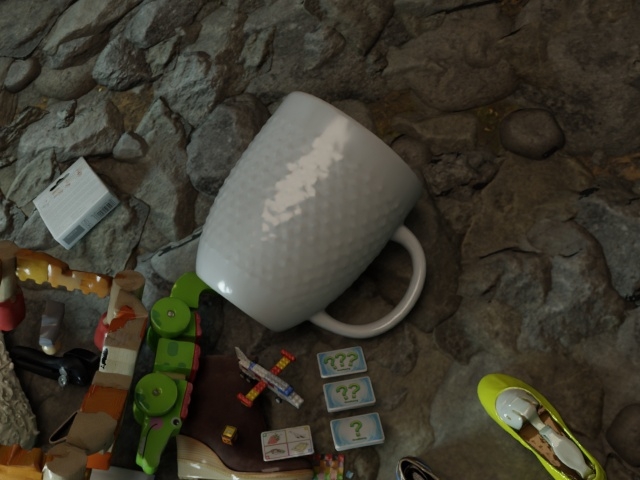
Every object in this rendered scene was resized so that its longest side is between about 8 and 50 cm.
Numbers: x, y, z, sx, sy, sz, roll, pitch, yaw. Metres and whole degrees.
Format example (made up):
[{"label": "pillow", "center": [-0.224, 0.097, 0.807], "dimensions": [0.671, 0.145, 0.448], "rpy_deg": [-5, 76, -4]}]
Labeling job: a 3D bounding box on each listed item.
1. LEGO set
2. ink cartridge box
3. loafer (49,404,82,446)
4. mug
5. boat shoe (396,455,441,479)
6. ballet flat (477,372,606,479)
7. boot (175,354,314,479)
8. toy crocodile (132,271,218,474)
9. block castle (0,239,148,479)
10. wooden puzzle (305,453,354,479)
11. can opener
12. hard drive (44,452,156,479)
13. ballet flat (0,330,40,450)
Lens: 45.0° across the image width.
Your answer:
[{"label": "LEGO set", "center": [-0.037, 0.243, 1.197], "dimensions": [0.244, 0.060, 0.182], "rpy_deg": [-8, 47, -5]}, {"label": "ink cartridge box", "center": [-0.502, -0.079, 1.579], "dimensions": [0.145, 0.045, 0.179], "rpy_deg": [-44, 42, -4]}, {"label": "loafer", "center": [-0.421, 0.317, 1.355], "dimensions": [0.125, 0.039, 0.045], "rpy_deg": [-46, 60, -6]}, {"label": "mug", "center": [0.000, 0.000, 1.260], "dimensions": [0.374, 0.276, 0.328], "rpy_deg": [37, 86, -2]}, {"label": "boat shoe", "center": [0.172, 0.387, 1.111], "dimensions": [0.066, 0.066, 0.183], "rpy_deg": [-46, 61, -6]}, {"label": "ballet flat", "center": [0.317, 0.270, 1.112], "dimensions": [0.077, 0.077, 0.231], "rpy_deg": [-42, 60, -3]}, {"label": "boot", "center": [-0.118, 0.285, 1.239], "dimensions": [0.249, 0.090, 0.206], "rpy_deg": [-2, 67, 23]}, {"label": "toy crocodile", "center": [-0.240, 0.207, 1.258], "dimensions": [0.105, 0.115, 0.340], "rpy_deg": [11, 57, -10]}, {"label": "block castle", "center": [-0.448, 0.228, 1.191], "dimensions": [0.303, 0.212, 0.453], "rpy_deg": [13, 36, -8]}, {"label": "wooden puzzle", "center": [0.012, 0.360, 1.211], "dimensions": [0.083, 0.006, 0.049], "rpy_deg": [-2, 65, 17]}, {"label": "can opener", "center": [-0.494, 0.231, 1.420], "dimensions": [0.186, 0.073, 0.059], "rpy_deg": [3, 106, 23]}, {"label": "hard drive", "center": [-0.406, 0.524, 1.253], "dimensions": [0.210, 0.040, 0.318], "rpy_deg": [4, 67, 20]}, {"label": "ballet flat", "center": [-0.644, 0.229, 1.410], "dimensions": [0.147, 0.147, 0.409], "rpy_deg": [-41, 61, -3]}]
